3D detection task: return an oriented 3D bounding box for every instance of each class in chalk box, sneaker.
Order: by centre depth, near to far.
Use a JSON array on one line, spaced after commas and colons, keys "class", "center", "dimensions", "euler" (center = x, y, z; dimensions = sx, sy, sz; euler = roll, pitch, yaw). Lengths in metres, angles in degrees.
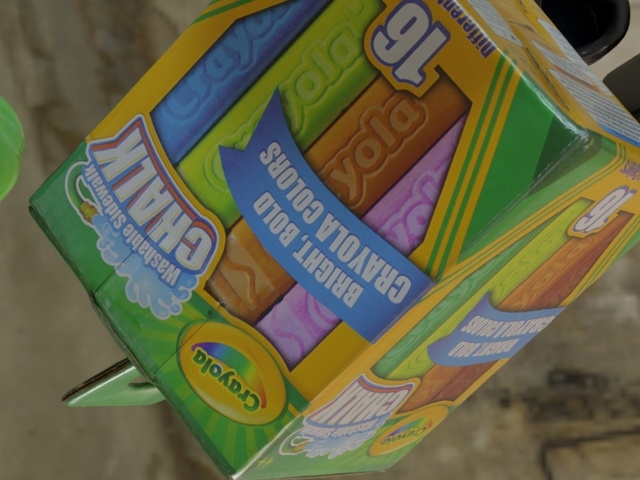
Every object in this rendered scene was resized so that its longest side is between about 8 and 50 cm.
[{"class": "chalk box", "center": [0.000, 0.000, 0.852], "dimensions": [0.179, 0.289, 0.180], "euler": [51, 18, 21]}, {"class": "sneaker", "center": [0.079, -0.145, 1.100], "dimensions": [0.090, 0.232, 0.081], "euler": [166, -77, -74]}]

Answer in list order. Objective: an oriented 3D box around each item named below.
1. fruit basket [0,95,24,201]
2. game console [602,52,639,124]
[{"class": "fruit basket", "center": [-0.335, -0.071, 1.012], "dimensions": [0.283, 0.392, 0.392], "euler": [-103, 172, -55]}, {"class": "game console", "center": [0.333, -0.154, 1.055], "dimensions": [0.044, 0.361, 0.213], "euler": [55, 13, -13]}]
